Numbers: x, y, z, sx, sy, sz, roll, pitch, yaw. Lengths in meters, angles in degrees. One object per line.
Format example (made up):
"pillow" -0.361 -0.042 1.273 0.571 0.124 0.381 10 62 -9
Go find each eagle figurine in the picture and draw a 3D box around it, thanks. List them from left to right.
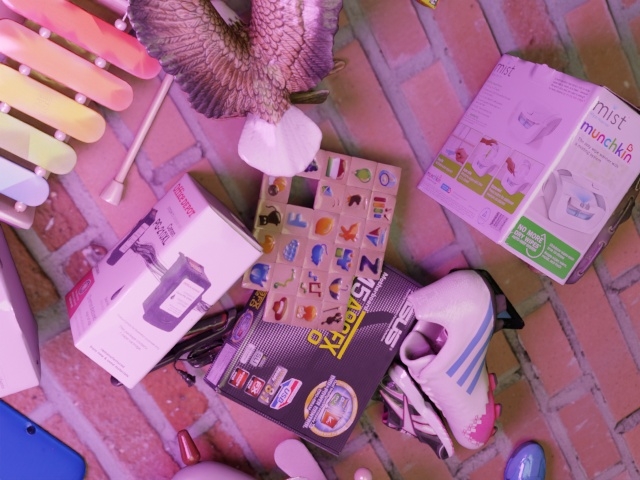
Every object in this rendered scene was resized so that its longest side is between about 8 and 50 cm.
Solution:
"eagle figurine" -0.089 -0.243 1.275 0.225 0.298 0.226 19 64 15

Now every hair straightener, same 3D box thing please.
"hair straightener" -0.181 0.153 1.478 0.230 0.047 0.089 -20 113 -15

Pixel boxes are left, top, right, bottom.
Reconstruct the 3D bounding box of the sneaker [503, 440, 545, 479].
"sneaker" 0.327 0.426 1.707 0.069 0.082 0.209 8 104 -18

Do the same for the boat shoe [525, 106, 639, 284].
"boat shoe" 0.411 -0.061 1.563 0.092 0.103 0.285 27 102 -29

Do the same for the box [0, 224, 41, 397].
"box" -0.422 0.079 1.294 0.119 0.182 0.181 -17 112 -10

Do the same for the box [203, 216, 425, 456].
"box" -0.002 0.131 1.484 0.216 0.060 0.270 33 84 -23

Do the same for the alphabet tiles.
"alphabet tiles" 0.000 0.000 1.431 0.198 0.009 0.237 11 93 -25

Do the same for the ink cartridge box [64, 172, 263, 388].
"ink cartridge box" -0.202 0.045 1.357 0.237 0.172 0.100 -46 115 1

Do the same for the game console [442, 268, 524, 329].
"game console" 0.220 0.107 1.573 0.122 0.107 0.071 51 60 -25

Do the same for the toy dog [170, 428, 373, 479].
"toy dog" -0.080 0.334 1.482 0.333 0.220 0.161 -5 95 -19

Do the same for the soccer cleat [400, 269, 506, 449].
"soccer cleat" 0.178 0.180 1.535 0.143 0.116 0.331 -16 128 -14

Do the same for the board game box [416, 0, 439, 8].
"board game box" 0.153 -0.405 1.392 0.092 0.043 0.181 28 98 -24

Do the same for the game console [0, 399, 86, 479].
"game console" -0.514 0.335 1.436 0.250 0.173 0.293 -32 118 29

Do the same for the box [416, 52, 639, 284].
"box" 0.277 -0.105 1.413 0.126 0.262 0.231 31 96 -25

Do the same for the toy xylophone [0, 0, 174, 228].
"toy xylophone" -0.308 -0.166 1.303 0.236 0.081 0.323 19 102 -23

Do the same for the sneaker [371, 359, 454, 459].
"sneaker" 0.132 0.261 1.605 0.077 0.072 0.178 -32 107 7
